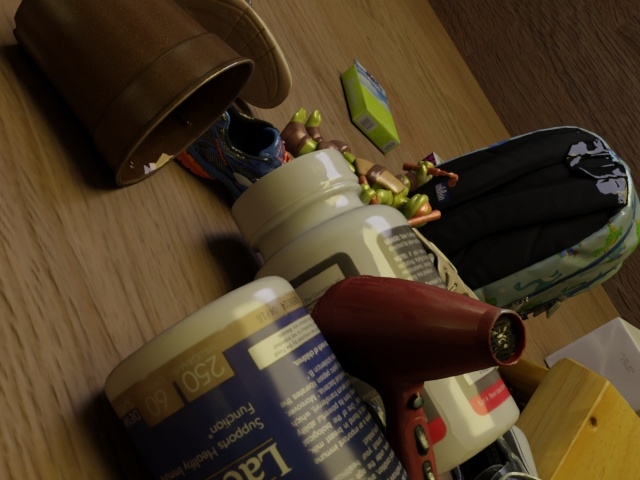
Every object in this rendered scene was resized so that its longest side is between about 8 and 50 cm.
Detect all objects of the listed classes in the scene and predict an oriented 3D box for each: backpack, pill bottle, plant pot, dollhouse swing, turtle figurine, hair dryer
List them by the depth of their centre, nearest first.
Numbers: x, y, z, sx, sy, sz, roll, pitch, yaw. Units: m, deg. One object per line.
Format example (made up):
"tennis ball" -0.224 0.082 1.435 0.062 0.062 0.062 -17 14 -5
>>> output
"pill bottle" -0.023 0.171 0.578 0.265 0.153 0.153 57 22 6
"hair dryer" 0.071 0.129 0.634 0.080 0.294 0.223 -27 64 -36
"plant pot" -0.175 -0.165 0.748 0.165 0.167 0.167 48 22 1
"pill bottle" 0.041 0.076 0.811 0.319 0.176 0.176 61 22 11
"turtle figurine" 0.060 -0.077 1.014 0.217 0.087 0.269 35 27 12
"dollhouse swing" 0.356 0.374 1.200 0.347 0.305 0.315 49 64 -17
"backpack" 0.298 -0.023 1.242 0.273 0.355 0.290 37 28 -41

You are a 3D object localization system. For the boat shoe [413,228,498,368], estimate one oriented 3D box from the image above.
"boat shoe" 0.129 0.058 1.080 0.302 0.109 0.098 53 0 7

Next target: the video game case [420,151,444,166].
"video game case" 0.293 -0.045 1.680 0.210 0.041 0.232 42 26 -31

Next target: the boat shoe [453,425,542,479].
"boat shoe" 0.210 0.299 0.936 0.105 0.113 0.306 38 25 -24

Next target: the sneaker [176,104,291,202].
"sneaker" -0.065 -0.080 0.905 0.221 0.087 0.083 33 47 -34

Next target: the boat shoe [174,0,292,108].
"boat shoe" -0.134 -0.301 1.088 0.285 0.103 0.092 46 28 -7

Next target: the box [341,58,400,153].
"box" 0.093 -0.257 1.566 0.109 0.042 0.178 40 26 -35

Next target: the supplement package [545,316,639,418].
"supplement package" 0.622 0.296 1.698 0.293 0.175 0.178 24 37 -53
